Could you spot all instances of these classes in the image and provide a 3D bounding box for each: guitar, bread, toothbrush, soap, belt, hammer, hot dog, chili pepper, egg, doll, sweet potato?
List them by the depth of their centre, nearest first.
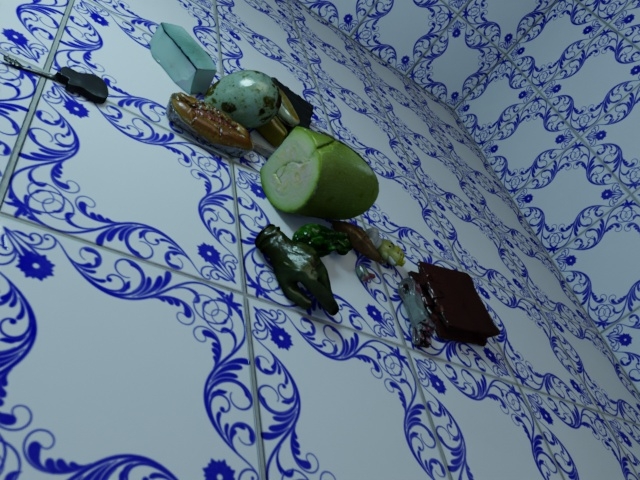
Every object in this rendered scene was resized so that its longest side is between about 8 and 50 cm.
[{"bbox_3d":[-0.613,-0.385,1.293,0.233,0.025,0.088,13,42,-42],"label":"guitar"},{"bbox_3d":[0.001,0.001,1.488,0.099,0.083,0.253,55,26,18],"label":"chili pepper"},{"bbox_3d":[-0.302,-0.318,1.539,0.268,0.075,0.144,26,30,-32],"label":"hot dog"},{"bbox_3d":[0.273,0.198,1.569,0.053,0.071,0.232,33,30,-31],"label":"belt"},{"bbox_3d":[0.134,0.097,1.580,0.083,0.031,0.053,22,37,-52],"label":"hammer"},{"bbox_3d":[0.115,0.000,1.643,0.206,0.068,0.060,44,-13,0],"label":"sweet potato"},{"bbox_3d":[-0.231,-0.420,1.648,0.231,0.169,0.169,-4,41,-3],"label":"egg"},{"bbox_3d":[-0.416,-0.559,1.701,0.230,0.091,0.145,47,29,10],"label":"soap"},{"bbox_3d":[0.195,0.021,1.716,0.162,0.062,0.106,34,26,-13],"label":"doll"},{"bbox_3d":[-0.064,-0.225,1.756,0.375,0.028,0.037,24,29,-32],"label":"toothbrush"},{"bbox_3d":[-0.129,-0.439,1.799,0.073,0.053,0.214,28,28,-47],"label":"bread"}]

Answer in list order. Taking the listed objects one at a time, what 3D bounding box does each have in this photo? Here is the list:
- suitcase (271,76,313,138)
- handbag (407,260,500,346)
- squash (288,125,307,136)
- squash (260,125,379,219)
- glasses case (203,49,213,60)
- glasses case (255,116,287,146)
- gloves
[{"bbox_3d":[-0.124,-0.456,1.949,0.206,0.066,0.286,33,31,-19],"label":"suitcase"},{"bbox_3d":[0.419,0.202,1.740,0.275,0.084,0.260,18,40,-36],"label":"handbag"},{"bbox_3d":[0.008,-0.230,1.739,0.331,0.087,0.087,57,31,12],"label":"squash"},{"bbox_3d":[0.027,-0.171,1.585,0.309,0.233,0.210,-1,53,-49],"label":"squash"},{"bbox_3d":[-0.387,-0.625,1.892,0.033,0.023,0.083,5,47,-45],"label":"glasses case"},{"bbox_3d":[-0.198,-0.401,1.771,0.234,0.079,0.064,46,39,5],"label":"glasses case"},{"bbox_3d":[-0.048,0.071,1.317,0.268,0.107,0.135,47,60,4],"label":"gloves"}]
